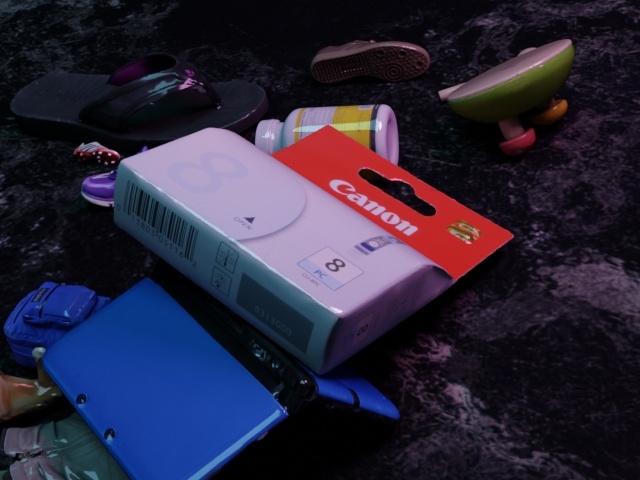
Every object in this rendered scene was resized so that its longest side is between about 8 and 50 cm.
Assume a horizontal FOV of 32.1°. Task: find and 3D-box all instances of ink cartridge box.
[{"bbox_3d":[0.011,-0.039,1.253,0.308,0.091,0.385,33,40,25],"label":"ink cartridge box"}]

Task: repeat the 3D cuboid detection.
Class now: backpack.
[{"bbox_3d":[-0.318,0.101,1.345,0.120,0.101,0.098,3,35,22],"label":"backpack"}]

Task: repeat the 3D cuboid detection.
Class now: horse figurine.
[{"bbox_3d":[-0.426,0.192,1.247,0.263,0.174,0.066,-50,12,-27],"label":"horse figurine"}]

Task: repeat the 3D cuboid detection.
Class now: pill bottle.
[{"bbox_3d":[0.009,-0.131,1.521,0.184,0.103,0.103,-1,41,16],"label":"pill bottle"}]

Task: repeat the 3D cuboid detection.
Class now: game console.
[{"bbox_3d":[-0.108,0.156,1.192,0.293,0.250,0.173,38,98,44],"label":"game console"}]

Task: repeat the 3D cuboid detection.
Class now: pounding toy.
[{"bbox_3d":[0.274,-0.189,1.534,0.183,0.110,0.237,-26,10,2],"label":"pounding toy"}]

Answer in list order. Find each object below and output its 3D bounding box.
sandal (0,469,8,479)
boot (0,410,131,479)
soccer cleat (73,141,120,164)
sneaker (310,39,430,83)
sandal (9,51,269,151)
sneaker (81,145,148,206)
[{"bbox_3d":[-0.367,0.336,1.081,0.120,0.086,0.303,-4,39,9],"label":"sandal"},{"bbox_3d":[-0.228,0.254,1.132,0.161,0.083,0.246,-22,37,-19],"label":"boot"},{"bbox_3d":[-0.338,-0.135,1.691,0.083,0.029,0.035,3,46,27],"label":"soccer cleat"},{"bbox_3d":[0.078,-0.289,1.719,0.188,0.066,0.071,-1,40,15],"label":"sneaker"},{"bbox_3d":[-0.298,-0.223,1.721,0.446,0.107,0.167,5,43,21],"label":"sandal"},{"bbox_3d":[-0.263,-0.100,1.592,0.170,0.071,0.068,-14,39,1],"label":"sneaker"}]
